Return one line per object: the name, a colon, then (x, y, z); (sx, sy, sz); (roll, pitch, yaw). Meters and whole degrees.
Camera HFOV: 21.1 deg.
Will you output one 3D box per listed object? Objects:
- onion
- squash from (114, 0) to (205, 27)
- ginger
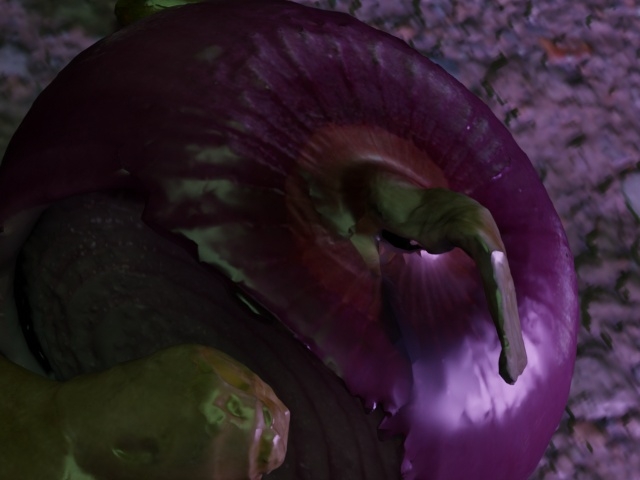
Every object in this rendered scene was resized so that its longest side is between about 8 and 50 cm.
onion: (-0.006, 0.008, 0.610); (0.207, 0.200, 0.200); (21, 61, 11)
squash: (-0.045, -0.091, 0.719); (0.083, 0.027, 0.027); (10, 64, -12)
ginger: (-0.155, 0.052, 0.546); (0.299, 0.065, 0.118); (19, 95, 14)
